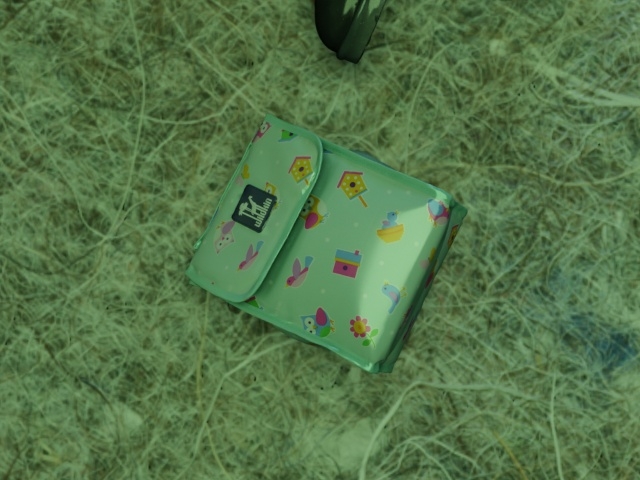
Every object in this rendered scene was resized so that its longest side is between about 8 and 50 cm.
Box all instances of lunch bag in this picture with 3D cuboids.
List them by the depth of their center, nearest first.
[{"bbox_3d":[0.000,0.000,1.660,0.262,0.160,0.223,26,92,13],"label":"lunch bag"}]

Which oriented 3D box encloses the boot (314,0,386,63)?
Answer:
[{"bbox_3d":[-0.106,-0.431,1.676,0.445,0.146,0.367,18,78,-3],"label":"boot"}]
